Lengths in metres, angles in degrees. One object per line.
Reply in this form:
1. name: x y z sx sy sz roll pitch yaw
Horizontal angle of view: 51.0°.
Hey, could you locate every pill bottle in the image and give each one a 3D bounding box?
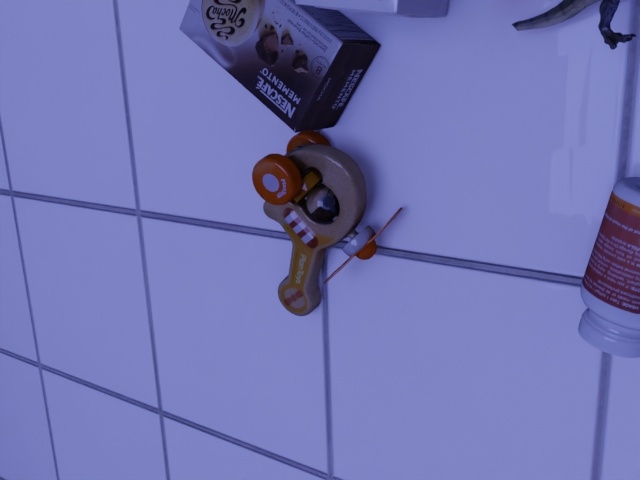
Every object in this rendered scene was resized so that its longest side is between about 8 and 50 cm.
1. pill bottle: 0.411 0.037 0.870 0.121 0.121 0.216 23 116 28

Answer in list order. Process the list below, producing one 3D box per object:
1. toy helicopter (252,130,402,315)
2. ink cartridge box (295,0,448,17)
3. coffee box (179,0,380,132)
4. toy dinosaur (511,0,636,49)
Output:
1. toy helicopter: 0.000 0.000 1.175 0.234 0.140 0.355 26 129 17
2. ink cartridge box: 0.084 -0.436 0.927 0.171 0.168 0.233 19 114 31
3. coffee box: -0.072 -0.335 1.102 0.297 0.118 0.168 44 123 17
4. toy dinosaur: 0.357 -0.303 0.794 0.118 0.064 0.268 58 141 9
